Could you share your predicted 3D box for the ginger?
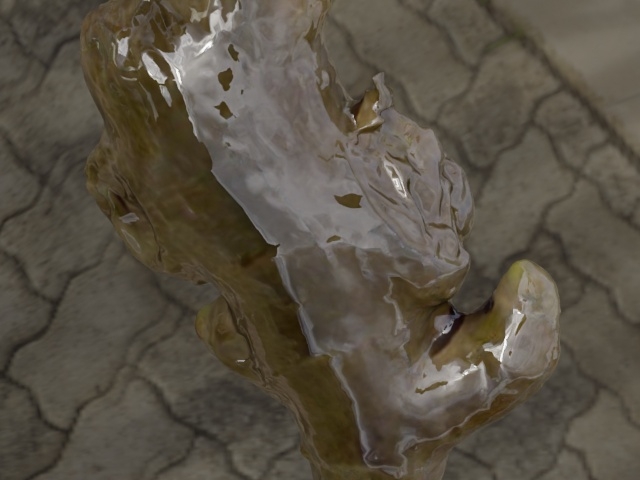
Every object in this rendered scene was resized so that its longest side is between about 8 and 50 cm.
[{"bbox_3d":[-0.001,-0.002,0.601,0.333,0.166,0.080,69,27,-16],"label":"ginger"}]
